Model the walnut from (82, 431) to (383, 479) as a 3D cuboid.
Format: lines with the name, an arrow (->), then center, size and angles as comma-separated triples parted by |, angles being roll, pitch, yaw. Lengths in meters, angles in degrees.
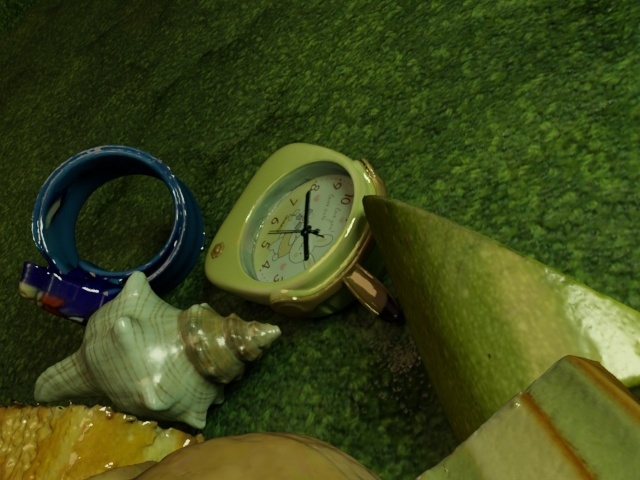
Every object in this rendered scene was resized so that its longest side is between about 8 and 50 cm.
walnut -> -0.057, 0.241, 0.359 | 0.296, 0.285, 0.285 | -29, 42, 13

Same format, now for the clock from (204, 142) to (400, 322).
clock -> 0.000, 0.000, 0.674 | 0.232, 0.069, 0.170 | 19, 72, 48

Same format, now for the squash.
squash -> 0.118, 0.013, 0.491 | 0.169, 0.093, 0.252 | -34, 53, 20

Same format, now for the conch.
conch -> -0.153, 0.099, 0.649 | 0.114, 0.234, 0.137 | -114, 27, -85

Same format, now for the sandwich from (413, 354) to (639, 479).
sandwich -> 0.145, 0.159, 0.318 | 0.117, 0.144, 0.187 | -44, 30, 9

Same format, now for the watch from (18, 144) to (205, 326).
watch -> -0.215, 0.002, 0.794 | 0.171, 0.196, 0.200 | 132, 154, -80

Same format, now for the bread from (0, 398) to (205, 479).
bread -> -0.230, 0.216, 0.650 | 0.229, 0.143, 0.139 | -11, 51, 41
